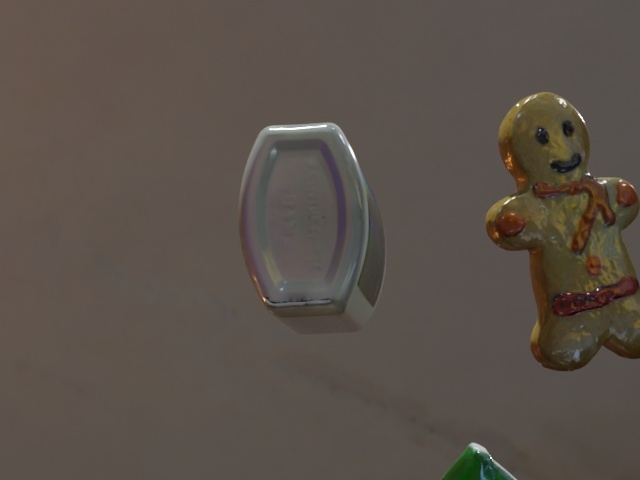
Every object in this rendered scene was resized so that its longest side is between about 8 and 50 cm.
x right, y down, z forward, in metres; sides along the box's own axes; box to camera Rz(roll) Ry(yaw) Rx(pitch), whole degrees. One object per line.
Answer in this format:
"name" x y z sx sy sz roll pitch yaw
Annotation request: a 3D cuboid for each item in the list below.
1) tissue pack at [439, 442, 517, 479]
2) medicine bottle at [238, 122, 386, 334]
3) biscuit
"tissue pack" 0.038 0.191 0.597 0.209 0.148 0.156 -47 -12 -8
"medicine bottle" 0.000 0.000 1.152 0.078 0.115 0.219 -4 -8 6
"biscuit" 0.207 -0.009 1.514 0.153 0.234 0.030 -9 -5 -33
